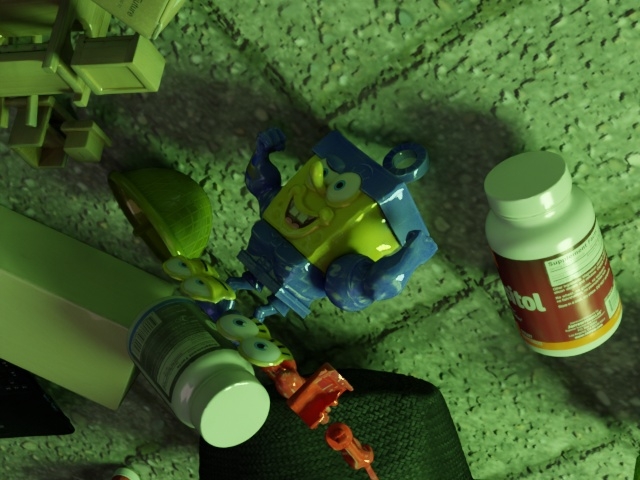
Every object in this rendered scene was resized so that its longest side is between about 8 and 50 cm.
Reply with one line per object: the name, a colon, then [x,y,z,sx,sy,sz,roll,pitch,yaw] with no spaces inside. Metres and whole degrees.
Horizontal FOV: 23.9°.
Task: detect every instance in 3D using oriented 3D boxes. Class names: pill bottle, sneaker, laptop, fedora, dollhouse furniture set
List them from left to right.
laptop: [-0.424,0.149,1.507,0.234,0.136,0.264,-9,126,41]
dollhouse furniture set: [-0.183,-0.139,1.225,0.182,0.101,0.161,0,153,23]
sneaker: [-0.220,0.303,1.622,0.042,0.067,0.118,15,133,11]
pill bottle: [-0.104,0.112,1.292,0.137,0.078,0.078,43,152,46]
fedora: [0.007,0.201,1.340,0.334,0.334,0.152,-8,95,29]
pill bottle: [0.178,0.009,1.178,0.086,0.086,0.152,-4,126,27]

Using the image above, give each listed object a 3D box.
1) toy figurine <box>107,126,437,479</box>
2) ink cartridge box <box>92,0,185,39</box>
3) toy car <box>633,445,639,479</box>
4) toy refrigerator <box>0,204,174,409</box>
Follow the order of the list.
toy figurine: [0.000,0.000,1.223,0.191,0.217,0.362,49,176,-39]
ink cartridge box: [-0.139,-0.282,1.038,0.193,0.088,0.235,34,140,-4]
toy car: [0.338,0.129,1.214,0.155,0.149,0.188,5,102,15]
toy refrigerator: [-0.281,0.041,1.402,0.269,0.094,0.102,24,125,2]
